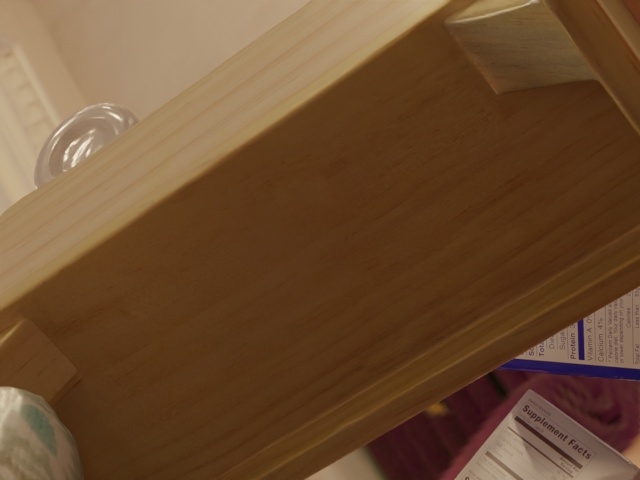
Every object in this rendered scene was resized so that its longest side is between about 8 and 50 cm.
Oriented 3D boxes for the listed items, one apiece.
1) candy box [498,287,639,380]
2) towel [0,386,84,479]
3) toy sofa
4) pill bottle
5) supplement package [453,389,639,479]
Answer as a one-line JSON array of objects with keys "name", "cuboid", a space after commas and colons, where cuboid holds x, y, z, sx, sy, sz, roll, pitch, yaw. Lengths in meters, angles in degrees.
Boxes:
[{"name": "candy box", "cuboid": [0.272, 0.041, 1.164, 0.268, 0.317, 0.122, 0, -88, -53]}, {"name": "towel", "cuboid": [-0.123, 0.279, 0.506, 0.090, 0.320, 0.374, 3, -72, -11]}, {"name": "toy sofa", "cuboid": [0.000, 0.000, 0.700, 0.362, 0.177, 0.150, -33, -68, 18]}, {"name": "pill bottle", "cuboid": [-0.176, -0.030, 1.541, 0.121, 0.121, 0.216, -37, -43, 6]}, {"name": "supplement package", "cuboid": [0.153, 0.262, 1.169, 0.244, 0.134, 0.139, -51, -52, -2]}]
